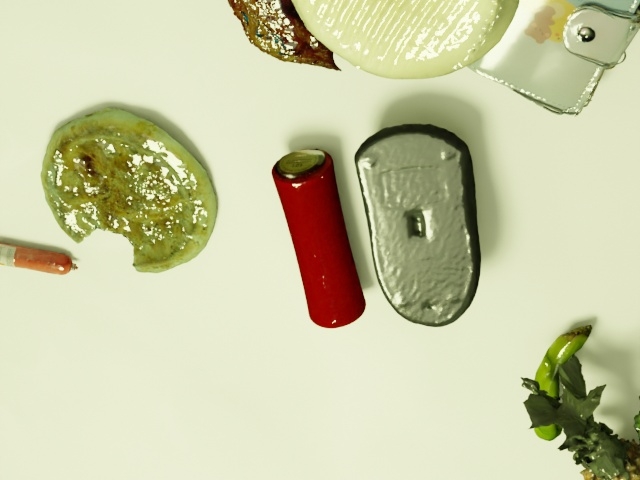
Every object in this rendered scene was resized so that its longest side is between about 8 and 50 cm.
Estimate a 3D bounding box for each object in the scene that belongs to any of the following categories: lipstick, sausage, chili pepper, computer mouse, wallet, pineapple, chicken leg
[{"bbox_3d":[0.000,0.000,1.604,0.080,0.080,0.241,-1,126,17],"label":"lipstick"},{"bbox_3d":[-0.460,0.016,1.786,0.253,0.034,0.034,11,129,10],"label":"sausage"},{"bbox_3d":[0.308,0.185,1.672,0.050,0.052,0.202,25,132,22],"label":"chili pepper"},{"bbox_3d":[0.123,-0.026,1.541,0.137,0.086,0.270,-6,117,10],"label":"computer mouse"},{"bbox_3d":[0.256,-0.250,1.343,0.170,0.069,0.231,24,136,3],"label":"wallet"},{"bbox_3d":[0.361,0.263,1.651,0.119,0.130,0.277,-9,138,33],"label":"pineapple"},{"bbox_3d":[-0.055,-0.278,1.419,0.105,0.063,0.234,-3,128,25],"label":"chicken leg"}]

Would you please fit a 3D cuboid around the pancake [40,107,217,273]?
[{"bbox_3d":[-0.251,-0.061,1.660,0.253,0.037,0.254,9,129,11],"label":"pancake"}]

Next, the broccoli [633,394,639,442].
[{"bbox_3d":[0.503,0.200,1.548,0.263,0.247,0.243,12,104,-43],"label":"broccoli"}]

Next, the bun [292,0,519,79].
[{"bbox_3d":[0.091,-0.307,1.300,0.287,0.146,0.287,16,126,23],"label":"bun"}]
